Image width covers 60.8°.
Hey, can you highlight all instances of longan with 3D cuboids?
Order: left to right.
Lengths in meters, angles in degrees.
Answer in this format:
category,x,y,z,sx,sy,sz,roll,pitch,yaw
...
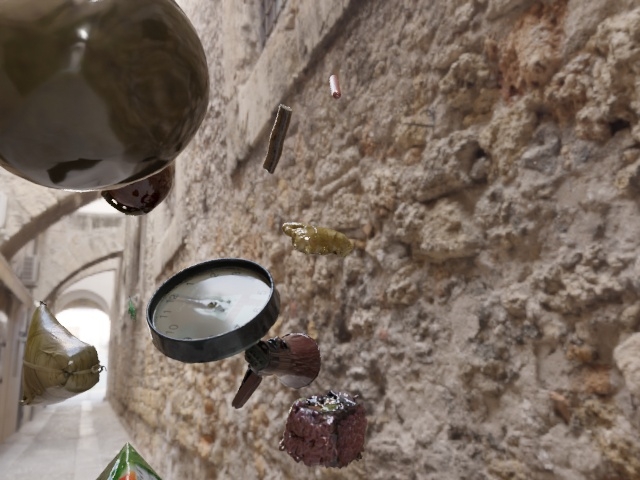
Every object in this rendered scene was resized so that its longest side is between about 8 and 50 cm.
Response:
category,x,y,z,sx,sy,sz,roll,pitch,yaw
longan,-0.371,-0.261,0.867,0.404,0.405,0.336,8,-28,-35

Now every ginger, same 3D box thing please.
category,x,y,z,sx,sy,sz,roll,pitch,yaw
ginger,-0.006,0.002,1.470,0.205,0.081,0.115,14,1,-6

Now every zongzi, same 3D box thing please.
category,x,y,z,sx,sy,sz,roll,pitch,yaw
zongzi,-0.464,0.185,0.971,0.194,0.198,0.099,-22,-21,37

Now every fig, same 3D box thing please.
category,x,y,z,sx,sy,sz,roll,pitch,yaw
fig,-0.516,-0.164,1.541,0.205,0.205,0.205,-1,-13,0

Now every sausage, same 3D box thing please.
category,x,y,z,sx,sy,sz,roll,pitch,yaw
sausage,0.047,-0.489,1.732,0.029,0.029,0.223,-1,31,-1

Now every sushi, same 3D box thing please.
category,x,y,z,sx,sy,sz,roll,pitch,yaw
sushi,0.004,0.544,1.604,0.236,0.171,0.270,11,5,35

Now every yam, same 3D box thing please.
category,x,y,z,sx,sy,sz,roll,pitch,yaw
yam,-0.144,-0.331,1.802,0.056,0.057,0.241,5,-57,-25

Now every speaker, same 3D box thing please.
category,x,y,z,sx,sy,sz,roll,pitch,yaw
speaker,-0.177,0.413,1.816,0.259,0.198,0.329,-31,-23,17

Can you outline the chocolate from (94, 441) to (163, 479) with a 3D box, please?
category,x,y,z,sx,sy,sz,roll,pitch,yaw
chocolate,-0.461,0.649,1.107,0.161,0.360,0.341,43,-13,-15

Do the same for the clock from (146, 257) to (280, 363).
category,x,y,z,sx,sy,sz,roll,pitch,yaw
clock,-0.307,0.186,1.567,0.385,0.386,0.077,-3,-56,8

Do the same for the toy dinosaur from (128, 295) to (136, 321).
category,x,y,z,sx,sy,sz,roll,pitch,yaw
toy dinosaur,-0.579,0.209,1.671,0.021,0.083,0.062,-13,-1,-27
